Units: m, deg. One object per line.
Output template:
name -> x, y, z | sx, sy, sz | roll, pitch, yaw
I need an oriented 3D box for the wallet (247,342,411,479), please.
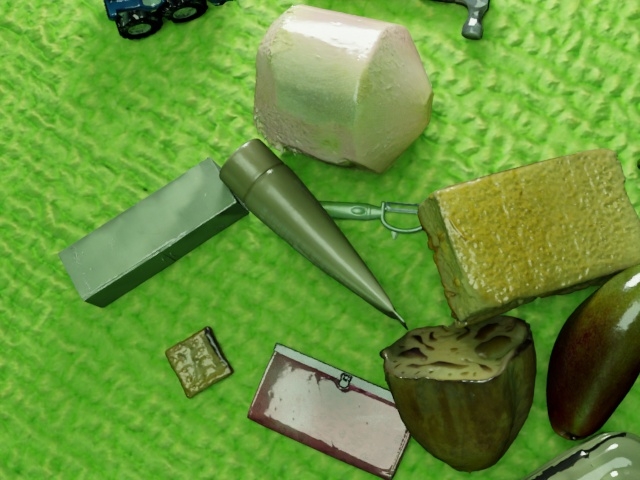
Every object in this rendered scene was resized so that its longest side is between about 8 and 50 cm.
wallet -> 0.018, 0.243, 1.643 | 0.232, 0.025, 0.119 | 21, 85, 15

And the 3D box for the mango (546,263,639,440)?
mango -> 0.372, 0.142, 1.526 | 0.111, 0.133, 0.267 | 25, 107, -3

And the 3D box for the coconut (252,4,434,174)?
coconut -> 0.042, -0.207, 1.630 | 0.245, 0.233, 0.233 | 19, 84, 21

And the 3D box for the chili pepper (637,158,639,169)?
chili pepper -> 0.520, -0.049, 1.578 | 0.072, 0.073, 0.204 | -34, 76, -11

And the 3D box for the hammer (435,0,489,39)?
hammer -> 0.112, -0.388, 1.732 | 0.290, 0.037, 0.137 | 10, 82, 12

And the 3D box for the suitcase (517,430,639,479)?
suitcase -> 0.397, 0.416, 1.452 | 0.339, 0.194, 0.351 | -33, 76, 1

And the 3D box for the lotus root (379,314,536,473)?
lotus root -> 0.200, 0.209, 1.559 | 0.188, 0.199, 0.180 | 2, 117, 36

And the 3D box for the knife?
knife -> 0.053, -0.034, 1.692 | 0.212, 0.015, 0.054 | 5, 89, 11

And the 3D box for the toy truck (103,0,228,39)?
toy truck -> -0.234, -0.401, 1.756 | 0.208, 0.126, 0.113 | -19, 77, 6

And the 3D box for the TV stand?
TV stand -> -0.244, -0.010, 1.712 | 0.270, 0.083, 0.088 | -32, 74, 5

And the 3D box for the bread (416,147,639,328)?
bread -> 0.289, -0.007, 1.558 | 0.275, 0.114, 0.184 | -15, 80, -12

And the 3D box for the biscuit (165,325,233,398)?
biscuit -> -0.179, 0.179, 1.696 | 0.081, 0.018, 0.083 | -31, 75, 4

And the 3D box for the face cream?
face cream -> 0.000, 0.000, 1.619 | 0.084, 0.137, 0.341 | -44, 79, -2
